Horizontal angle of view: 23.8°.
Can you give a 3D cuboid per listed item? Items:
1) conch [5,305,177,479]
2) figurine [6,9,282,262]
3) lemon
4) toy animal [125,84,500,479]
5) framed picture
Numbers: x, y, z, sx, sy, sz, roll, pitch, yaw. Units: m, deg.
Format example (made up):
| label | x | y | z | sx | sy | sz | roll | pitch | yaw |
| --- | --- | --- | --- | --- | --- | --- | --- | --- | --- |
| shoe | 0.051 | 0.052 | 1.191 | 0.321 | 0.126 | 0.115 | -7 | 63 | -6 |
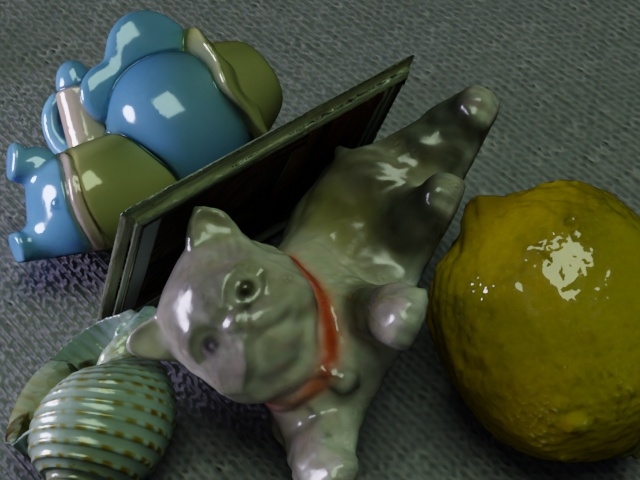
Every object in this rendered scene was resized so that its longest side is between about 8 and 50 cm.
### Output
| label | x | y | z | sx | sy | sz | roll | pitch | yaw |
| --- | --- | --- | --- | --- | --- | --- | --- | --- | --- |
| conch | -0.165 | 0.130 | 1.126 | 0.135 | 0.102 | 0.153 | -7 | 28 | 31 |
| figurine | -0.152 | -0.085 | 1.270 | 0.262 | 0.154 | 0.180 | -21 | 66 | -24 |
| lemon | 0.181 | 0.061 | 1.136 | 0.192 | 0.192 | 0.231 | -34 | 93 | -27 |
| toy animal | 0.000 | 0.000 | 1.143 | 0.188 | 0.266 | 0.307 | 24 | 97 | 3 |
| framed picture | -0.052 | -0.031 | 1.196 | 0.273 | 0.216 | 0.016 | -32 | 75 | -24 |
